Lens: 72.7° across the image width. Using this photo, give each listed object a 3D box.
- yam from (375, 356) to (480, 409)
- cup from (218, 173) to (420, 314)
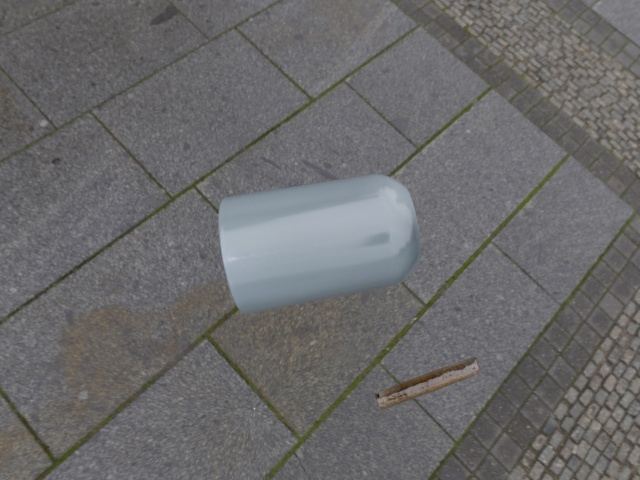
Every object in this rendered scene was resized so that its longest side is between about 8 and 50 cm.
[{"bbox_3d":[0.257,0.343,1.046,0.264,0.046,0.046,-24,73,10],"label":"yam"},{"bbox_3d":[0.000,0.000,0.752,0.313,0.205,0.205,-10,70,1],"label":"cup"}]
